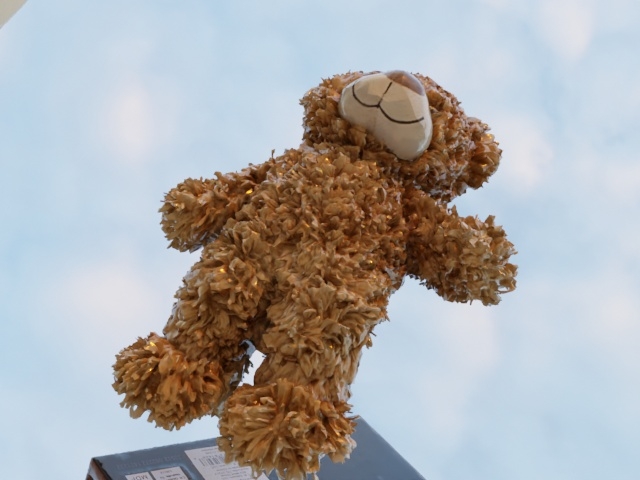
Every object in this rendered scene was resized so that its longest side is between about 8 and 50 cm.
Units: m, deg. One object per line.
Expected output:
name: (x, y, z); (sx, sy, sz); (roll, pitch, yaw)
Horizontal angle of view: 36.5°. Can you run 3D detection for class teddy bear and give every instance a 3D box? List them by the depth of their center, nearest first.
teddy bear: (0.000, 0.000, 0.652); (0.338, 0.113, 0.245); (-43, -134, -17)

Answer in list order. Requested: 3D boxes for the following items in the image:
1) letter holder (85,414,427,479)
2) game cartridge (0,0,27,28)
letter holder: (-0.064, 0.306, 0.891); (0.152, 0.301, 0.215); (38, -61, 44)
game cartridge: (-0.278, -0.384, 0.939); (0.052, 0.285, 0.324); (21, -51, -5)
